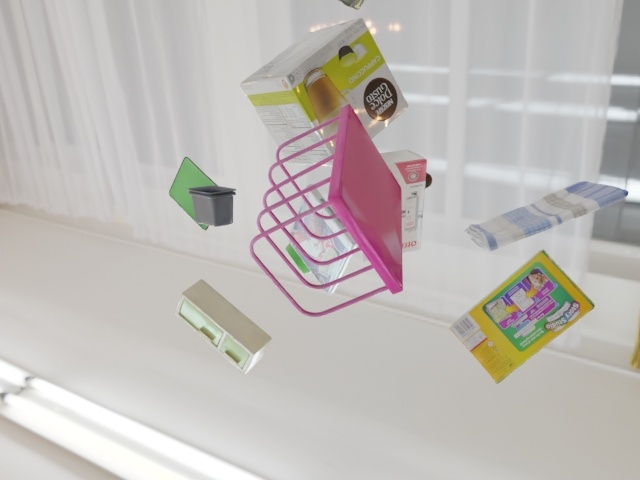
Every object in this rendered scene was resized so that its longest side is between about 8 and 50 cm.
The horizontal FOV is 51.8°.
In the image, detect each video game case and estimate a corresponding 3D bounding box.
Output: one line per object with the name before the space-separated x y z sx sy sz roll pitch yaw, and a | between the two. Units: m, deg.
video game case | 0.000 0.000 1.514 0.023 0.201 0.183 -23 -118 -31

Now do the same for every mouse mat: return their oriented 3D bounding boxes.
mouse mat | -0.377 -0.142 1.994 0.189 0.152 0.007 43 -150 21

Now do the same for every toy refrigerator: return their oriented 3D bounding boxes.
toy refrigerator | -0.277 0.242 1.848 0.269 0.102 0.094 38 -138 11

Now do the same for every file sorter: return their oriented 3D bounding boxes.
file sorter | 0.014 -0.048 1.113 0.182 0.202 0.291 -23 -148 22

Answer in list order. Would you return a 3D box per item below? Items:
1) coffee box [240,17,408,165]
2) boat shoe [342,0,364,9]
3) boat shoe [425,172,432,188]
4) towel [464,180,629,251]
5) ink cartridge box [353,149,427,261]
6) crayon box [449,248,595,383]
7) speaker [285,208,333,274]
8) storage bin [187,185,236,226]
coffee box | 0.011 -0.468 2.141 0.337 0.334 0.338 -42 -154 -19
boat shoe | 0.131 -0.640 1.459 0.091 0.305 0.109 26 -130 -21
boat shoe | 0.254 -0.185 2.074 0.190 0.068 0.072 -4 -176 -7
towel | 0.438 -0.053 1.317 0.285 0.034 0.209 -22 -173 7
ink cartridge box | 0.184 -0.100 1.880 0.207 0.283 0.117 -11 -154 -23
crayon box | 0.453 0.171 1.495 0.165 0.278 0.081 50 -165 11
speaker | 0.035 -0.019 2.131 0.296 0.131 0.131 -36 -153 -1
storage bin | -0.270 -0.088 1.684 0.098 0.091 0.135 -12 -163 -38
